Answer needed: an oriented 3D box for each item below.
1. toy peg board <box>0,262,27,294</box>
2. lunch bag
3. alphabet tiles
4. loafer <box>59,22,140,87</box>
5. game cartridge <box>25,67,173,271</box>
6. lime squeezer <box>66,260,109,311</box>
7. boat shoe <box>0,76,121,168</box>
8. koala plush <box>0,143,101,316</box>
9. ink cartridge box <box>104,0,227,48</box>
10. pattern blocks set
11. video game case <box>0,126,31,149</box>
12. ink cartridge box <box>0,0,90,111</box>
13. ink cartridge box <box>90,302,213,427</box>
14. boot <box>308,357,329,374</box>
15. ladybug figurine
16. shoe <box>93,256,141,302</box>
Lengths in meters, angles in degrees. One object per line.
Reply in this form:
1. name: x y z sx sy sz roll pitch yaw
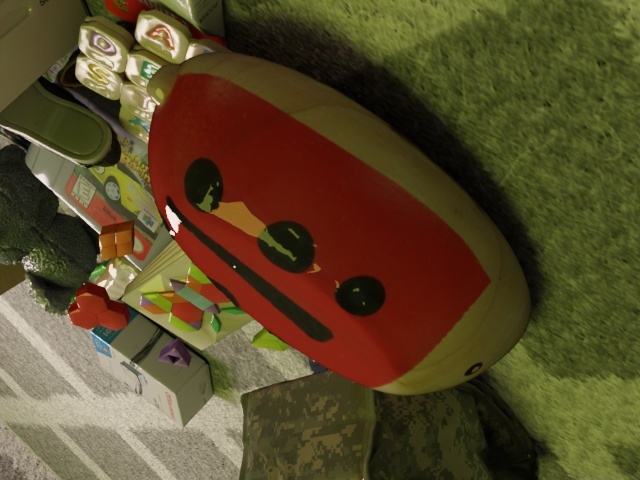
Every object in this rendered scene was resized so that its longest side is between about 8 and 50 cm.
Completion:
1. toy peg board: -0.504 -0.011 2.004 0.079 0.160 0.161 45 160 33
2. lunch bag: 0.085 0.248 1.484 0.287 0.169 0.235 19 153 -37
3. alphabet tiles: -0.133 -0.137 1.342 0.284 0.021 0.278 30 156 -3
4. loafer: -0.241 -0.201 1.424 0.062 0.061 0.170 51 154 -18
5. game cartridge: -0.231 -0.074 1.555 0.294 0.060 0.196 41 131 6
6. lime squeezer: -0.392 0.091 2.131 0.109 0.059 0.310 9 149 -1
7. boat shoe: -0.335 -0.153 1.485 0.227 0.081 0.069 34 177 15
8. koala plush: -0.412 -0.008 1.810 0.221 0.196 0.203 42 163 -17
9. ink cartridge box: -0.181 -0.258 1.261 0.189 0.066 0.232 33 149 19
10. pattern blocks set: -0.149 0.064 1.548 0.285 0.026 0.325 24 137 -15
11. video game case: -0.426 -0.188 1.758 0.190 0.022 0.173 26 150 30
12. ink cartridge box: -0.432 -0.260 1.440 0.278 0.201 0.117 24 150 33
13. ink cartridge box: -0.281 0.207 2.102 0.190 0.082 0.140 34 154 20
14. boot: 0.016 0.142 1.586 0.086 0.069 0.190 19 147 30
15. ladybug figurine: 0.000 0.000 1.225 0.449 0.162 0.305 38 151 -9
16. shoe: -0.304 0.068 1.921 0.058 0.076 0.219 47 153 1
